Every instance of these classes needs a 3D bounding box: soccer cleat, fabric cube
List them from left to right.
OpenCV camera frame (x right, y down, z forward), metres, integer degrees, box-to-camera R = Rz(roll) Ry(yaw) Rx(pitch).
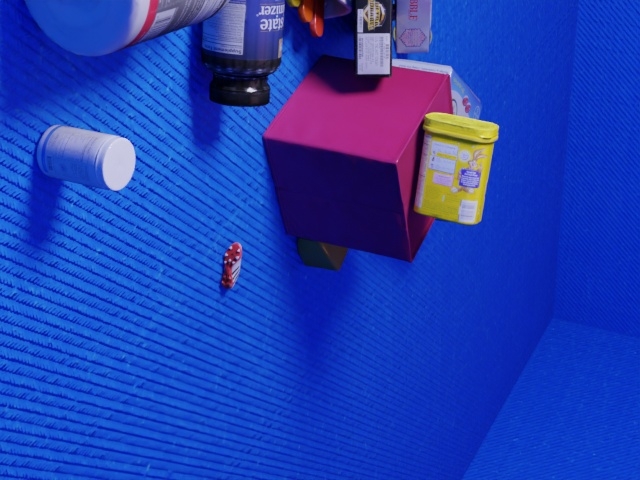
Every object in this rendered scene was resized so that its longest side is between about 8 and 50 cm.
[{"bbox_3d":[-0.150,0.043,1.891,0.035,0.029,0.083,-21,124,-72],"label":"soccer cleat"},{"bbox_3d":[0.084,-0.152,2.021,0.254,0.258,0.259,-58,150,-37],"label":"fabric cube"}]

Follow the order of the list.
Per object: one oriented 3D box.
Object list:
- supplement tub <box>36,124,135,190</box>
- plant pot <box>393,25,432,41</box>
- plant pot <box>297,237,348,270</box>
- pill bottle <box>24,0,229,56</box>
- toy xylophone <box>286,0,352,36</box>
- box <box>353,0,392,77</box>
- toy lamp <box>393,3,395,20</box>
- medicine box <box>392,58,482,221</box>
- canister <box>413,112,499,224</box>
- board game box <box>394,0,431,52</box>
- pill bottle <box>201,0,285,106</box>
[{"bbox_3d":[-0.296,-0.105,1.396,0.071,0.107,0.071,-42,138,-53],"label":"supplement tub"},{"bbox_3d":[0.203,-0.456,2.363,0.079,0.083,0.083,-69,158,-50],"label":"plant pot"},{"bbox_3d":[0.000,0.000,2.138,0.083,0.082,0.081,51,55,-49],"label":"plant pot"},{"bbox_3d":[-0.208,-0.347,1.383,0.318,0.176,0.176,-38,135,-55],"label":"pill bottle"},{"bbox_3d":[-0.019,-0.492,1.834,0.323,0.081,0.236,32,60,-63],"label":"toy xylophone"},{"bbox_3d":[0.094,-0.472,1.979,0.295,0.073,0.293,-87,178,-65],"label":"box"},{"bbox_3d":[0.126,-0.338,2.244,0.080,0.080,0.274,-37,133,-55],"label":"toy lamp"},{"bbox_3d":[0.223,-0.214,2.427,0.263,0.149,0.289,27,77,-65],"label":"medicine box"},{"bbox_3d":[0.228,-0.122,1.885,0.073,0.126,0.169,-28,129,-60],"label":"canister"},{"bbox_3d":[0.163,-0.557,1.965,0.318,0.066,0.318,85,5,-55],"label":"board game box"},{"bbox_3d":[-0.117,-0.317,1.664,0.123,0.123,0.219,-30,129,-59],"label":"pill bottle"}]
